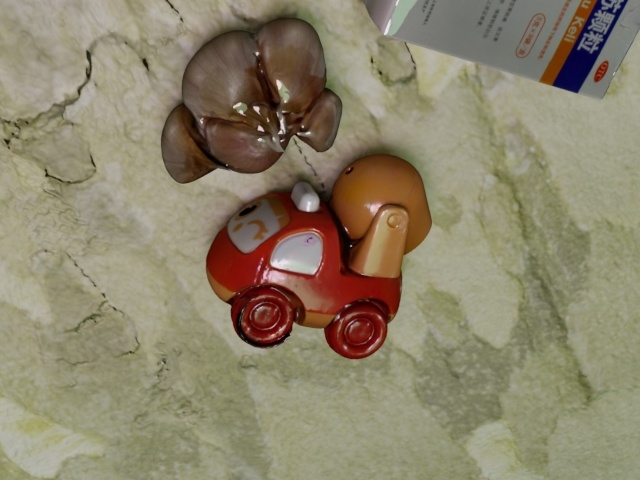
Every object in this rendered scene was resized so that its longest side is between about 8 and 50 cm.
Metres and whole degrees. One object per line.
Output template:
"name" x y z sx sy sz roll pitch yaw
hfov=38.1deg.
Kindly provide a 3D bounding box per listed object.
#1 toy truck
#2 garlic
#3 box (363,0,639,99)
"toy truck" 0.000 0.000 1.136 0.265 0.189 0.239 8 109 -18
"garlic" -0.085 -0.156 1.032 0.214 0.191 0.160 -10 99 6
"box" 0.224 -0.299 1.042 0.299 0.106 0.200 13 119 -20
